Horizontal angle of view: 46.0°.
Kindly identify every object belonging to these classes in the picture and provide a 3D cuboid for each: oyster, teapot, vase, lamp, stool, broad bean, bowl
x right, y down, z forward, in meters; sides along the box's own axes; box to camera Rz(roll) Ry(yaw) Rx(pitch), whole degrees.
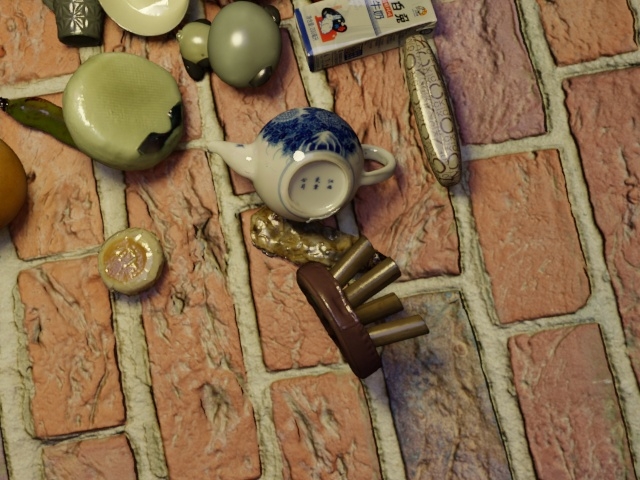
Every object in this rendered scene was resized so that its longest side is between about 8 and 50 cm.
[{"bbox_3d":[-0.001,0.002,1.712,0.345,0.078,0.129,18,73,8],"label":"oyster"},{"bbox_3d":[-0.034,-0.181,1.669,0.424,0.280,0.252,0,122,-15],"label":"teapot"},{"bbox_3d":[-0.590,-0.622,1.807,0.251,0.156,0.301,-6,86,29],"label":"vase"},{"bbox_3d":[-0.205,-0.452,1.745,0.244,0.198,0.198,6,80,25],"label":"lamp"},{"bbox_3d":[0.084,0.135,1.584,0.178,0.272,0.272,-31,81,-6],"label":"stool"},{"bbox_3d":[-0.622,-0.280,1.783,0.339,0.061,0.077,23,88,7],"label":"broad bean"},{"bbox_3d":[-0.401,-0.610,1.760,0.237,0.126,0.238,4,124,7],"label":"bowl"}]

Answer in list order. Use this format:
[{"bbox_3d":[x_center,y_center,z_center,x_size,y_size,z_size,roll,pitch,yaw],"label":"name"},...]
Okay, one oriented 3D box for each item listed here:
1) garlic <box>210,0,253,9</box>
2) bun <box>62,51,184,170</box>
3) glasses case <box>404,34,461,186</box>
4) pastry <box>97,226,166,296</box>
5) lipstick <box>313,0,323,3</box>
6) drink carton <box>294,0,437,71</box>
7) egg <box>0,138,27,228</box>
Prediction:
[{"bbox_3d":[-0.206,-0.654,1.749,0.245,0.160,0.245,5,103,20],"label":"garlic"},{"bbox_3d":[-0.456,-0.281,1.717,0.283,0.179,0.283,11,68,-31],"label":"bun"},{"bbox_3d":[0.255,-0.294,1.712,0.085,0.137,0.355,-13,80,7],"label":"glasses case"},{"bbox_3d":[-0.430,0.045,1.710,0.166,0.088,0.166,0,79,1],"label":"pastry"},{"bbox_3d":[-0.075,-0.667,1.815,0.081,0.081,0.300,-44,80,-5],"label":"lipstick"},{"bbox_3d":[0.105,-0.510,1.772,0.315,0.106,0.130,-17,82,-2],"label":"drink carton"},{"bbox_3d":[-0.828,-0.131,1.657,0.351,0.282,0.282,11,81,-6],"label":"egg"}]
